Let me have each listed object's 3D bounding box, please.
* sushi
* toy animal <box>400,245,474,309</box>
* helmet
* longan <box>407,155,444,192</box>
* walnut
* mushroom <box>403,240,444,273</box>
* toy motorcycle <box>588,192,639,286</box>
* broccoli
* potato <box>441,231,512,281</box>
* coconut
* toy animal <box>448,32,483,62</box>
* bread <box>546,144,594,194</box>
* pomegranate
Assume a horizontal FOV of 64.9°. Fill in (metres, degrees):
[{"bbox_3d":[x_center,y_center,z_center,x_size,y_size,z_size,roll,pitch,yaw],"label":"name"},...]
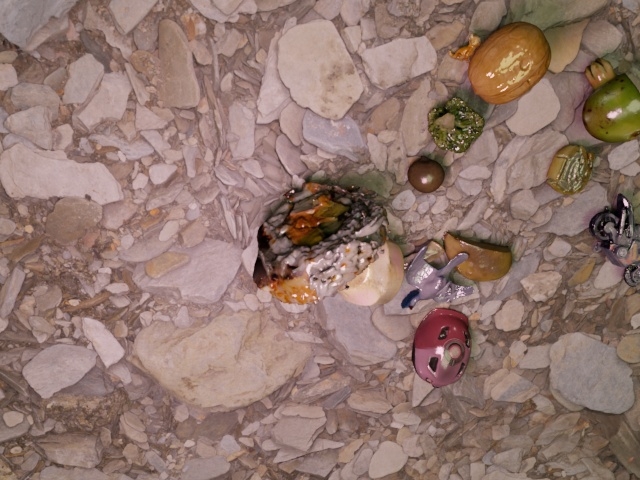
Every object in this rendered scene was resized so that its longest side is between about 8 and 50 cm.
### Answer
[{"bbox_3d":[0.004,-0.002,1.383,0.418,0.417,0.176,-29,126,5],"label":"sushi"},{"bbox_3d":[0.355,0.130,1.585,0.239,0.176,0.255,39,90,-26],"label":"toy animal"},{"bbox_3d":[0.412,0.374,1.676,0.198,0.154,0.253,14,112,-9],"label":"helmet"},{"bbox_3d":[0.314,-0.197,1.503,0.113,0.092,0.113,1,93,15],"label":"longan"},{"bbox_3d":[0.514,-0.483,1.376,0.226,0.193,0.193,-39,108,7],"label":"walnut"},{"bbox_3d":[0.299,0.065,1.615,0.202,0.054,0.059,-30,103,11],"label":"mushroom"},{"bbox_3d":[0.994,0.003,1.629,0.173,0.108,0.307,-41,106,0],"label":"toy motorcycle"},{"bbox_3d":[0.381,-0.330,1.448,0.162,0.138,0.146,46,111,23],"label":"broccoli"},{"bbox_3d":[0.497,0.068,1.607,0.243,0.098,0.138,13,109,-8],"label":"potato"},{"bbox_3d":[0.153,0.086,1.514,0.237,0.197,0.236,-20,117,-44],"label":"coconut"},{"bbox_3d":[0.413,-0.548,1.418,0.081,0.060,0.083,27,108,24],"label":"toy animal"},{"bbox_3d":[0.769,-0.218,1.549,0.118,0.064,0.156,5,109,-8],"label":"bread"},{"bbox_3d":[0.825,-0.386,1.440,0.159,0.190,0.241,-29,112,31],"label":"pomegranate"}]
